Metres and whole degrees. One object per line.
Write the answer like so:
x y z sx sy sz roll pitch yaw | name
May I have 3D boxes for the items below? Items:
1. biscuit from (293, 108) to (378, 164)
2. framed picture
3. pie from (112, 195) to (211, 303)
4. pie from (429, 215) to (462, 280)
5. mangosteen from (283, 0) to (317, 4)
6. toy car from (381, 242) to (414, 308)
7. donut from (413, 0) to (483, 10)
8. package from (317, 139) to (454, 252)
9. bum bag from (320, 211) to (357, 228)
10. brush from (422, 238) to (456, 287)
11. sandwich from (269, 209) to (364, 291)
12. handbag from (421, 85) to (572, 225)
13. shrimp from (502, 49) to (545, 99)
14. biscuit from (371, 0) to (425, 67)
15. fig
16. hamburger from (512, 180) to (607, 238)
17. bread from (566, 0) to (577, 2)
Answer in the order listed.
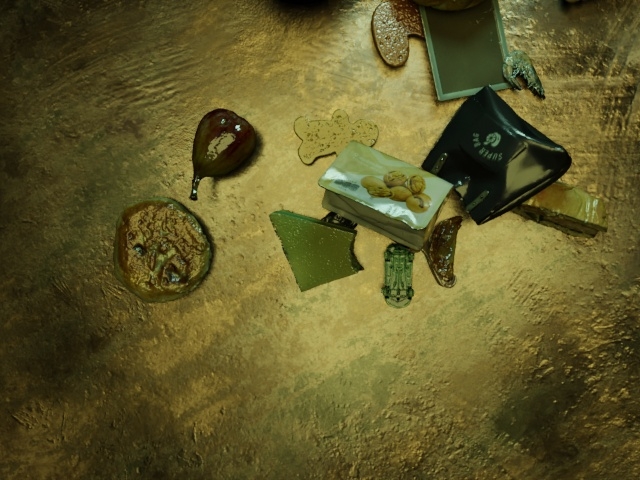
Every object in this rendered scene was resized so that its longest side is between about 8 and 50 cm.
0.046 -0.294 1.736 0.241 0.035 0.158 -4 94 5 | biscuit
0.404 -0.547 1.691 0.231 0.018 0.292 -12 92 -6 | framed picture
-0.462 0.031 1.759 0.316 0.092 0.314 0 90 3 | pie
0.344 0.010 1.702 0.088 0.033 0.190 20 74 -22 | pie
-0.019 -0.811 1.571 0.436 0.382 0.381 -16 90 -11 | mangosteen
0.218 0.101 1.724 0.094 0.058 0.185 2 80 5 | toy car
0.350 -0.787 1.610 0.361 0.170 0.359 0 83 -3 | donut
0.166 -0.106 1.641 0.312 0.165 0.221 26 53 15 | package
0.074 -0.073 1.736 0.087 0.049 0.197 44 96 -6 | bum bag
0.288 0.004 1.715 0.072 0.067 0.312 -32 91 4 | brush
0.000 0.000 1.708 0.212 0.063 0.244 -19 101 15 | sandwich
0.445 -0.220 1.627 0.288 0.152 0.342 -46 59 12 | handbag
0.563 -0.449 1.690 0.091 0.034 0.161 -33 90 -2 | shrimp
0.242 -0.590 1.710 0.192 0.036 0.186 -17 89 2 | biscuit
-0.295 -0.231 1.701 0.170 0.145 0.274 28 79 4 | fig
0.643 -0.097 1.664 0.262 0.124 0.130 19 75 -1 | hamburger
0.758 -0.730 1.647 0.225 0.081 0.134 -17 85 6 | bread
